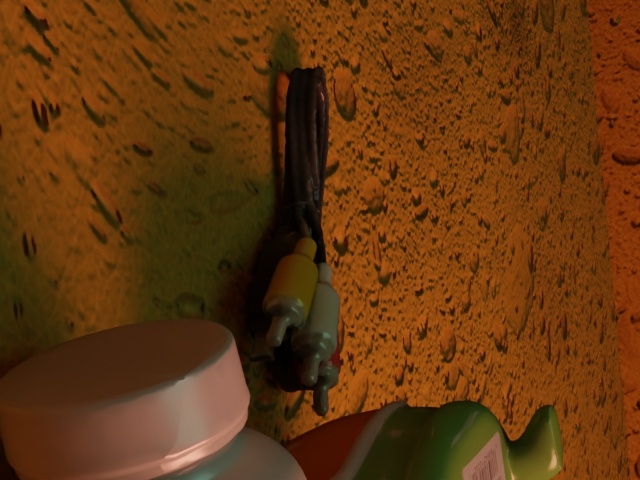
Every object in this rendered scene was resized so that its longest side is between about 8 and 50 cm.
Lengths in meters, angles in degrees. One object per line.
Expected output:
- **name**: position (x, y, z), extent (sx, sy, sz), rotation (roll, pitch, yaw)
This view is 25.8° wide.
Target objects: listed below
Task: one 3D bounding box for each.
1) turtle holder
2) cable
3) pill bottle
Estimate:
- **turtle holder**: position (0.053, 0.262, 0.942), extent (0.243, 0.227, 0.320), rotation (-68, 145, -48)
- **cable**: position (0.000, 0.000, 1.071), extent (0.139, 0.072, 0.287), rotation (65, 30, -48)
- **pill bottle**: position (-0.075, 0.202, 0.738), extent (0.169, 0.169, 0.301), rotation (-39, 120, -62)
